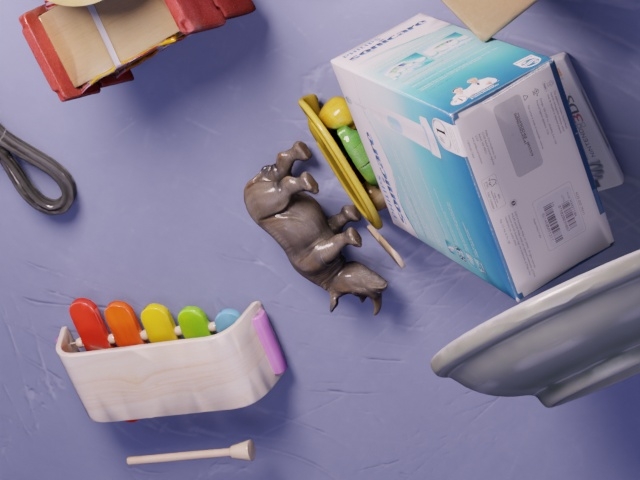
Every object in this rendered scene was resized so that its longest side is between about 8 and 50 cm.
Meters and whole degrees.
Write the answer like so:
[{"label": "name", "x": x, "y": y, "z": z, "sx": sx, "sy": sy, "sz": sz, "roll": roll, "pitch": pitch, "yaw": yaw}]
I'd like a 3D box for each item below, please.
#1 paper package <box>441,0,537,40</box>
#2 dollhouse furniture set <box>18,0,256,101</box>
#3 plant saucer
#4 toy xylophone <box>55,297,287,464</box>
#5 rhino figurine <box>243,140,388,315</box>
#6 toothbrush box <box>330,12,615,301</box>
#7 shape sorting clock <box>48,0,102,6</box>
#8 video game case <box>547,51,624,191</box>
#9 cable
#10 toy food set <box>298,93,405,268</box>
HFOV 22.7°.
[{"label": "paper package", "x": 0.162, "y": -0.416, "z": 1.540, "sx": 0.325, "sy": 0.168, "sz": 0.309, "roll": 42, "pitch": 126, "yaw": -14}, {"label": "dollhouse furniture set", "x": -0.256, "y": -0.364, "z": 1.746, "sx": 0.201, "sy": 0.152, "sz": 0.374, "roll": -22, "pitch": 97, "yaw": 29}, {"label": "plant saucer", "x": 0.318, "y": 0.093, "z": 1.706, "sx": 0.400, "sy": 0.400, "sz": 0.100, "roll": -31, "pitch": 77, "yaw": 32}, {"label": "toy xylophone", "x": -0.202, "y": 0.187, "z": 2.120, "sx": 0.323, "sy": 0.081, "sz": 0.236, "roll": -1, "pitch": 123, "yaw": 18}, {"label": "rhino figurine", "x": 0.000, "y": 0.000, "z": 1.935, "sx": 0.106, "sy": 0.073, "sz": 0.243, "roll": -27, "pitch": 113, "yaw": 26}, {"label": "toothbrush box", "x": 0.151, "y": -0.095, "z": 1.655, "sx": 0.126, "sy": 0.295, "sz": 0.216, "roll": -29, "pitch": 114, "yaw": -14}, {"label": "shape sorting clock", "x": -0.255, "y": -0.344, "z": 1.638, "sx": 0.206, "sy": 0.040, "sz": 0.206, "roll": 8, "pitch": 108, "yaw": 26}, {"label": "video game case", "x": 0.226, "y": -0.111, "z": 1.819, "sx": 0.190, "sy": 0.022, "sz": 0.173, "roll": -17, "pitch": 116, "yaw": 27}, {"label": "cable", "x": -0.422, "y": -0.145, "z": 1.997, "sx": 0.287, "sy": 0.072, "sz": 0.139, "roll": 27, "pitch": 111, "yaw": -17}, {"label": "toy food set", "x": 0.056, "y": -0.087, "z": 1.849, "sx": 0.071, "sy": 0.128, "sz": 0.218, "roll": -33, "pitch": 110, "yaw": -3}]
